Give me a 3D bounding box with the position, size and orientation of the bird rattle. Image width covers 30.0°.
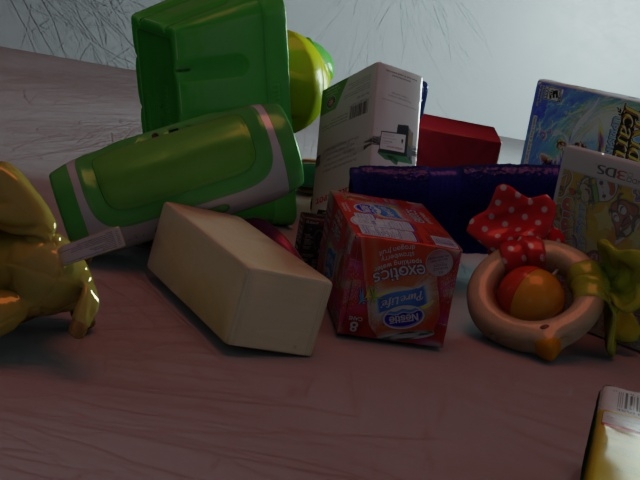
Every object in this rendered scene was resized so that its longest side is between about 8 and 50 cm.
[{"bbox_3d":[0.266,0.043,1.447,0.253,0.143,0.207,34,58,28],"label":"bird rattle"}]

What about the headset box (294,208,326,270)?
[{"bbox_3d":[0.000,0.000,1.598,0.062,0.083,0.032,6,14,-14],"label":"headset box"}]

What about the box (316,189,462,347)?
[{"bbox_3d":[0.075,0.028,1.445,0.128,0.122,0.257,9,13,-8],"label":"box"}]

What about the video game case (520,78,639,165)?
[{"bbox_3d":[0.474,-0.129,2.106,0.244,0.269,0.061,18,16,32],"label":"video game case"}]

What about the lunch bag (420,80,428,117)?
[{"bbox_3d":[0.130,-0.234,1.922,0.065,0.067,0.098,0,21,-33],"label":"lunch bag"}]

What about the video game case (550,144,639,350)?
[{"bbox_3d":[0.376,0.012,1.510,0.206,0.227,0.026,21,17,40],"label":"video game case"}]

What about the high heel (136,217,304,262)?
[{"bbox_3d":[-0.136,0.012,1.526,0.244,0.082,0.117,32,54,25],"label":"high heel"}]

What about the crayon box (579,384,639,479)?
[{"bbox_3d":[0.297,0.212,0.911,0.202,0.081,0.318,13,12,14],"label":"crayon box"}]

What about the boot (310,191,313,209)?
[{"bbox_3d":[0.025,-0.089,1.937,0.045,0.121,0.099,14,7,28],"label":"boot"}]

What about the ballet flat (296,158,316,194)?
[{"bbox_3d":[0.054,-0.109,2.141,0.232,0.080,0.073,10,-3,-7],"label":"ballet flat"}]

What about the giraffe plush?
[{"bbox_3d":[-0.287,0.026,1.146,0.210,0.181,0.170,-2,-7,-6],"label":"giraffe plush"}]

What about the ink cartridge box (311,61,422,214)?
[{"bbox_3d":[0.069,-0.140,1.828,0.093,0.219,0.160,13,-16,-30],"label":"ink cartridge box"}]

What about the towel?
[{"bbox_3d":[0.185,-0.036,1.673,0.308,0.076,0.227,-2,-19,-1],"label":"towel"}]

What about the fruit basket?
[{"bbox_3d":[-0.096,-0.229,1.886,0.392,0.392,0.283,2,15,-32],"label":"fruit basket"}]

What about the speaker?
[{"bbox_3d":[-0.177,-0.076,1.485,0.297,0.131,0.131,-18,19,-9],"label":"speaker"}]

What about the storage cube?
[{"bbox_3d":[0.185,-0.111,1.998,0.193,0.183,0.215,11,13,3],"label":"storage cube"}]

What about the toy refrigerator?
[{"bbox_3d":[-0.098,0.041,1.334,0.102,0.094,0.269,11,11,-29],"label":"toy refrigerator"}]
